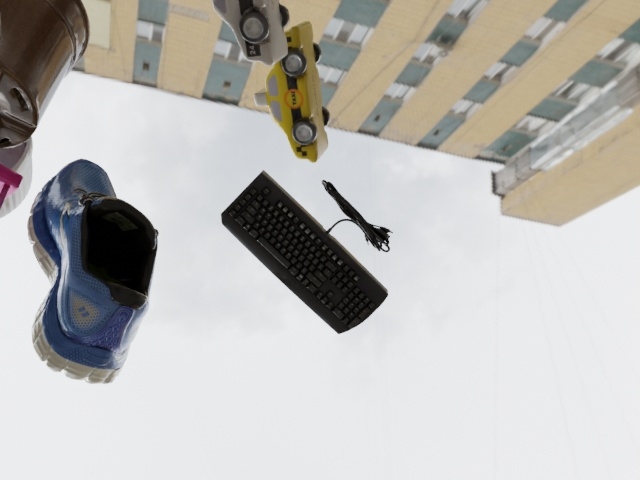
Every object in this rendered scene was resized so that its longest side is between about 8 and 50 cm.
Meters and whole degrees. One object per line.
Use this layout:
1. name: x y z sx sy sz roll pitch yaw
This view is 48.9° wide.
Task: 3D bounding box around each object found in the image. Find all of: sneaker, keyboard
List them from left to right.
1. sneaker: -0.244 0.001 0.806 0.130 0.147 0.330 25 -155 -38
2. keyboard: 0.000 0.000 1.241 0.317 0.033 0.201 44 -92 -9

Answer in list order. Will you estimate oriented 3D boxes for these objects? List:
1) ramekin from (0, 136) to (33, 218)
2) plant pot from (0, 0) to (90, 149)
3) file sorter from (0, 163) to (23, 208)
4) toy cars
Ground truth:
1. ramekin: -0.550 -0.116 1.091 0.207 0.109 0.207 6 -128 -8
2. plant pot: -0.351 -0.197 0.761 0.167 0.167 0.165 12 -133 -14
3. file sorter: -0.534 -0.035 0.773 0.290 0.202 0.182 34 -134 -36
4. toy cars: -0.069 -0.251 0.900 0.087 0.394 0.176 -3 -117 14
